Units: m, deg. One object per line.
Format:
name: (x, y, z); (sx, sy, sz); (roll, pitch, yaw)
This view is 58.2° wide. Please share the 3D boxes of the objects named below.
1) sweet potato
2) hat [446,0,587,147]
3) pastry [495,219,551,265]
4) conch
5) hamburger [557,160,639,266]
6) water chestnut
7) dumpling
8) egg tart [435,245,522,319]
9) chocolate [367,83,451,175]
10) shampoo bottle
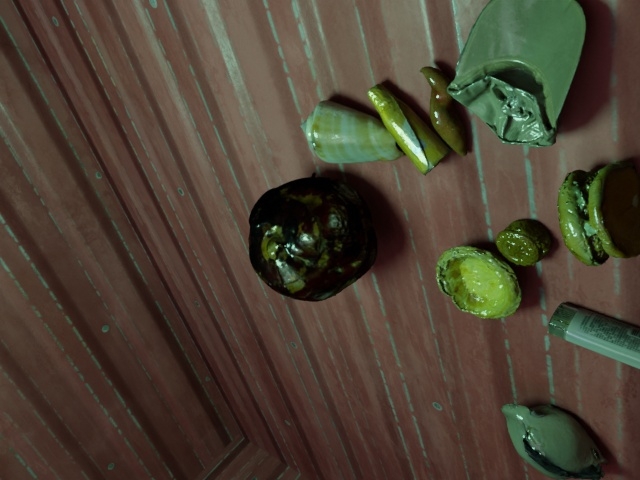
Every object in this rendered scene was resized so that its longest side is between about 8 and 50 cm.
sweet potato: (0.249, -0.252, 1.147); (0.055, 0.058, 0.202); (4, 129, 45)
hat: (0.357, -0.285, 0.985); (0.214, 0.149, 0.244); (38, 110, 31)
pastry: (0.425, 0.004, 1.204); (0.109, 0.057, 0.097); (13, 138, 46)
conch: (0.056, -0.235, 1.326); (0.255, 0.127, 0.158); (20, 137, 36)
hamburger: (0.477, -0.050, 0.991); (0.186, 0.177, 0.113); (32, 162, -25)
water chestnut: (0.000, 0.000, 1.505); (0.335, 0.335, 0.347); (21, 179, 36)
dumpling: (0.573, 0.525, 1.466); (0.293, 0.163, 0.204); (36, 142, -1)
egg tart: (0.368, 0.087, 1.321); (0.213, 0.090, 0.212); (29, 143, 25)
chocolate: (0.178, -0.242, 1.226); (0.219, 0.086, 0.085); (49, 147, 5)
shampoo bottle: (0.591, 0.198, 1.174); (0.228, 0.086, 0.055); (20, 136, 35)
